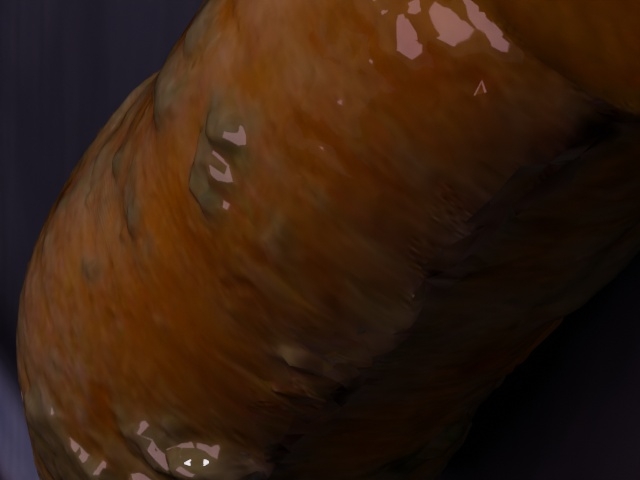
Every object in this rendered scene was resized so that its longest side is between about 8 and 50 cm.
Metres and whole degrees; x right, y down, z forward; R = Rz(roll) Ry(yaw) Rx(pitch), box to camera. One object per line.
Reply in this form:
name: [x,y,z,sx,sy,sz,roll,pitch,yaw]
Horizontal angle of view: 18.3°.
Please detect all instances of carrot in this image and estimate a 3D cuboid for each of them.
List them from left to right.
carrot: [0.000,0.000,0.512,0.138,0.139,0.302,56,144,16]
